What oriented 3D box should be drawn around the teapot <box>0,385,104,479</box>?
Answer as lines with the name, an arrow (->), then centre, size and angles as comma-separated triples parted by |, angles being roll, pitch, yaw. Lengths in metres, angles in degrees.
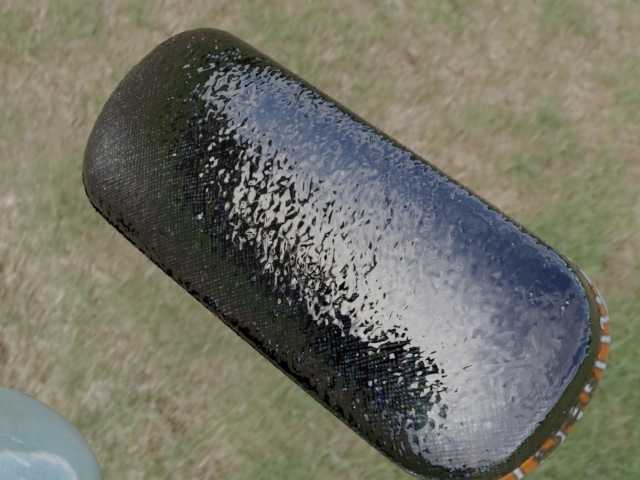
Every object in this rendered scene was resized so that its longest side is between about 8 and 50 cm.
teapot -> -0.233, 0.129, 0.924 | 0.184, 0.251, 0.183 | -4, 51, 4

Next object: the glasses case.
glasses case -> 0.000, 0.000, 0.628 | 0.267, 0.067, 0.103 | 38, 93, 35
